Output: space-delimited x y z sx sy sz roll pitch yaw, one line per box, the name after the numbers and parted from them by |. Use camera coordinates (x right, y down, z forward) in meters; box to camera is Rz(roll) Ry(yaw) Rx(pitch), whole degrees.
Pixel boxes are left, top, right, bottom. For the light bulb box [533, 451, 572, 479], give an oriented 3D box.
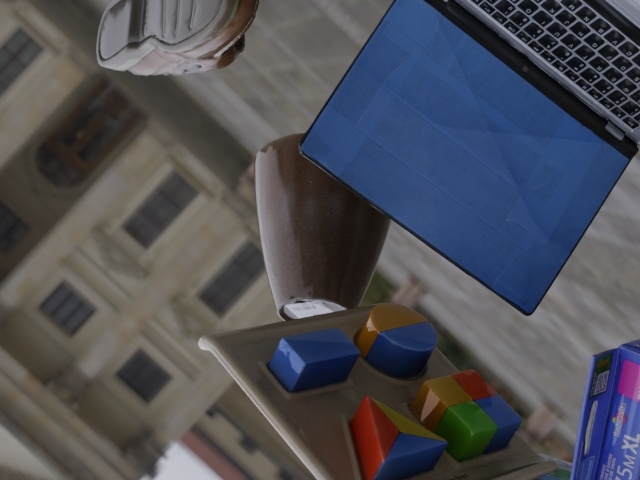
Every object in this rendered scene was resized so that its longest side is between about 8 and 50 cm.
0.226 0.484 1.923 0.225 0.358 0.361 18 -165 -3 | light bulb box

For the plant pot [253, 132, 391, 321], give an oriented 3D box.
0.000 0.000 2.119 0.215 0.230 0.215 5 153 2 | plant pot

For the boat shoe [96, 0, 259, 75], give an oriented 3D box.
-0.126 -0.231 1.539 0.104 0.111 0.307 10 176 -29 | boat shoe

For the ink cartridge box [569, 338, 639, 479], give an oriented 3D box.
0.389 0.193 1.666 0.065 0.186 0.311 21 -160 40 | ink cartridge box

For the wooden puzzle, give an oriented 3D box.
0.076 0.177 1.761 0.322 0.080 0.348 -8 -140 -44 | wooden puzzle

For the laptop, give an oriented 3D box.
0.263 -0.170 1.763 0.382 0.236 0.408 35 140 -18 | laptop
